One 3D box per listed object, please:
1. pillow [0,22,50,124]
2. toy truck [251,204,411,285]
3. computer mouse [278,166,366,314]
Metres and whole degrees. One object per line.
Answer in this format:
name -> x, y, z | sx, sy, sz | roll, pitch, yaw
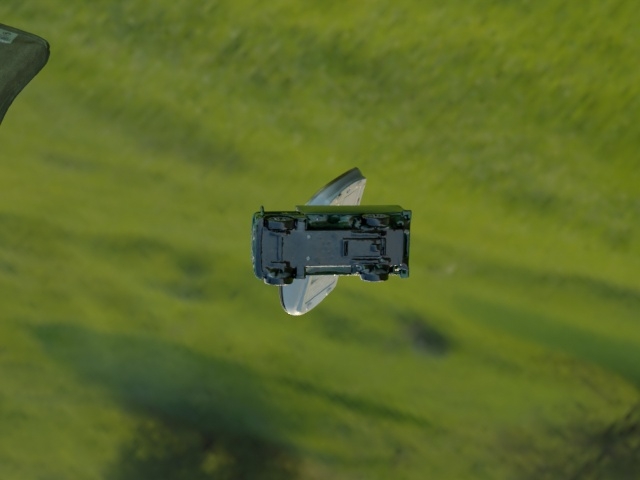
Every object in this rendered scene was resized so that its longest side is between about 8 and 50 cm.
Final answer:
pillow -> -0.435, -0.186, 2.284 | 0.130, 0.217, 0.033 | 17, 151, 16
toy truck -> 0.008, 0.001, 1.650 | 0.079, 0.147, 0.065 | -141, 51, -74
computer mouse -> -0.001, -0.001, 2.096 | 0.045, 0.102, 0.199 | 34, 133, 21
